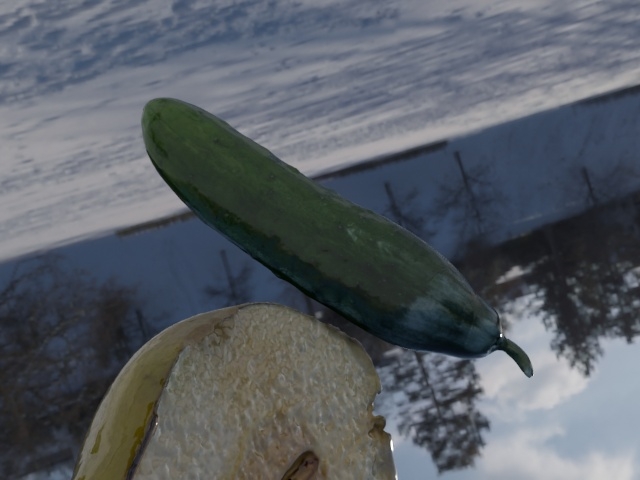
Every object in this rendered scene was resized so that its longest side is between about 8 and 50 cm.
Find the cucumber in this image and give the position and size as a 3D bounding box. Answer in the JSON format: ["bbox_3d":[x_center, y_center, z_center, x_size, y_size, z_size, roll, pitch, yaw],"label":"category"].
[{"bbox_3d":[0.000,0.000,0.453,0.056,0.250,0.056,-54,167,-19],"label":"cucumber"}]

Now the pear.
[{"bbox_3d":[-0.097,0.239,0.806,0.191,0.340,0.386,-16,179,34],"label":"pear"}]
